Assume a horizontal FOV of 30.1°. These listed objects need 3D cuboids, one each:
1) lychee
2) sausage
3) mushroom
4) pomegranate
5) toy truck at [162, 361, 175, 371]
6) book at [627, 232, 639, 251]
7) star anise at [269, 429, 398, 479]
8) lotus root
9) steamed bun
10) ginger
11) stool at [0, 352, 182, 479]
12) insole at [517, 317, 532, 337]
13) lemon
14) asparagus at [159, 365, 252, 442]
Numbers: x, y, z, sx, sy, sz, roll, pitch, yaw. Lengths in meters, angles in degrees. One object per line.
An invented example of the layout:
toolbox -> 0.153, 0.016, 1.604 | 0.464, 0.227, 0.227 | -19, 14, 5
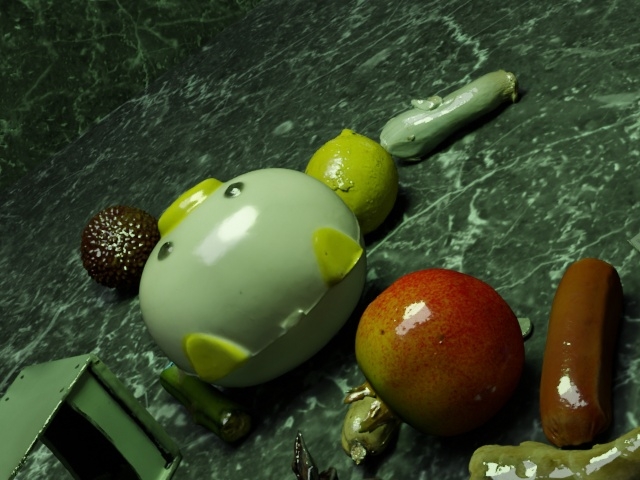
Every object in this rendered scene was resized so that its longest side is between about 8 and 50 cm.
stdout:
lychee -> -0.414, 0.018, 2.469 | 0.188, 0.188, 0.188 | -28, 28, 16
sausage -> 0.328, 0.135, 1.503 | 0.089, 0.083, 0.300 | -6, 38, 23
mushroom -> 0.238, -0.232, 2.201 | 0.278, 0.096, 0.099 | -28, 72, 13
pomegranate -> 0.140, 0.158, 1.556 | 0.256, 0.221, 0.221 | -45, 27, -2
toy truck -> -0.234, 0.212, 2.081 | 0.090, 0.056, 0.073 | -36, 16, 33
book -> 0.519, -0.025, 1.612 | 0.182, 0.014, 0.127 | -36, 27, 2
star anise -> 0.018, 0.357, 1.478 | 0.283, 0.129, 0.212 | 5, 53, 41
lotus root -> 0.064, 0.257, 1.641 | 0.072, 0.063, 0.152 | -12, 30, 22
steamed bun -> -0.106, 0.058, 1.892 | 0.374, 0.334, 0.334 | -44, 27, -3
ginger -> 0.295, 0.252, 1.355 | 0.294, 0.086, 0.131 | -26, 33, 11
stool -> -0.387, 0.353, 1.813 | 0.170, 0.243, 0.269 | -15, 33, 36
insole -> 0.214, 0.151, 1.692 | 0.192, 0.010, 0.063 | -21, 29, 29
lemon -> 0.052, -0.091, 2.100 | 0.173, 0.173, 0.206 | -12, 59, 39
asparagus -> -0.189, 0.261, 1.939 | 0.278, 0.060, 0.067 | 26, 91, 60
